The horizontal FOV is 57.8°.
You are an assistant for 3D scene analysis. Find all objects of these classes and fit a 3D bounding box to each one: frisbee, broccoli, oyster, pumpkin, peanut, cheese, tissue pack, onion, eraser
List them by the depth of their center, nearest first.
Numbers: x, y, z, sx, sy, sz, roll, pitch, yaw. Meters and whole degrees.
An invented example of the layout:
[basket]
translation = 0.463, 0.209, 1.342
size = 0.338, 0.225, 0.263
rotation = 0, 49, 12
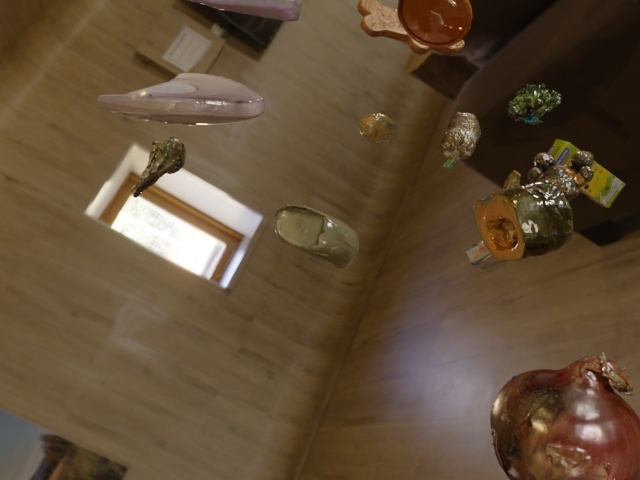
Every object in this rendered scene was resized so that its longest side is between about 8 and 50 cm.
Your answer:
[eraser]
translation = -0.199, -0.221, 0.939
size = 0.204, 0.243, 0.059
rotation = -40, -41, -52
[cheese]
translation = 0.000, 0.000, 1.257
size = 0.091, 0.175, 0.202
rotation = -67, -20, -10
[onion]
translation = 0.547, 0.442, 1.292
size = 0.353, 0.354, 0.353
rotation = -57, 11, 18
[frisbee]
translation = 0.284, -0.566, 1.436
size = 0.035, 0.192, 0.192
rotation = -62, 10, -29
[pumpkin]
translation = 0.504, -0.066, 1.488
size = 0.139, 0.221, 0.317
rotation = -19, -1, -3
[oyster]
translation = -0.451, -0.196, 1.602
size = 0.166, 0.094, 0.294
rotation = -27, 30, 32
[peanut]
translation = 0.171, -0.335, 1.721
size = 0.194, 0.083, 0.093
rotation = -3, -94, -67
[tissue pack]
translation = 0.516, 0.039, 1.734
size = 0.116, 0.155, 0.065
rotation = -32, 61, 24
[broccoli]
translation = 0.773, -0.492, 2.098
size = 0.160, 0.167, 0.154
rotation = -49, -23, -66

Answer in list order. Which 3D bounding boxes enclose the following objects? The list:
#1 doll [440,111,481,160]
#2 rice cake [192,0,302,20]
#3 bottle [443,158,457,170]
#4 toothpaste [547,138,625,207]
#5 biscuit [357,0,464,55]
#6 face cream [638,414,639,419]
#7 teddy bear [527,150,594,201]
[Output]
[doll]
translation = 0.441, -0.333, 1.794
size = 0.221, 0.105, 0.115
rotation = -58, -9, -46
[rice cake]
translation = -0.176, -0.483, 1.069
size = 0.050, 0.298, 0.106
rotation = -107, 27, -53
[bottle]
translation = 0.444, -0.270, 1.910
size = 0.083, 0.030, 0.030
rotation = -50, 15, 29
[toothpaste]
translation = 0.963, -0.242, 2.127
size = 0.110, 0.327, 0.077
rotation = -57, 22, 11
[biscuit]
translation = 0.263, -0.602, 1.679
size = 0.049, 0.324, 0.205
rotation = 112, 163, -48
[face cream]
translation = 0.764, 0.457, 1.331
size = 0.096, 0.096, 0.214
rotation = -83, 5, -64
[teddy bear]
translation = 0.674, -0.166, 1.638
size = 0.177, 0.140, 0.190
rotation = 5, 28, 37
